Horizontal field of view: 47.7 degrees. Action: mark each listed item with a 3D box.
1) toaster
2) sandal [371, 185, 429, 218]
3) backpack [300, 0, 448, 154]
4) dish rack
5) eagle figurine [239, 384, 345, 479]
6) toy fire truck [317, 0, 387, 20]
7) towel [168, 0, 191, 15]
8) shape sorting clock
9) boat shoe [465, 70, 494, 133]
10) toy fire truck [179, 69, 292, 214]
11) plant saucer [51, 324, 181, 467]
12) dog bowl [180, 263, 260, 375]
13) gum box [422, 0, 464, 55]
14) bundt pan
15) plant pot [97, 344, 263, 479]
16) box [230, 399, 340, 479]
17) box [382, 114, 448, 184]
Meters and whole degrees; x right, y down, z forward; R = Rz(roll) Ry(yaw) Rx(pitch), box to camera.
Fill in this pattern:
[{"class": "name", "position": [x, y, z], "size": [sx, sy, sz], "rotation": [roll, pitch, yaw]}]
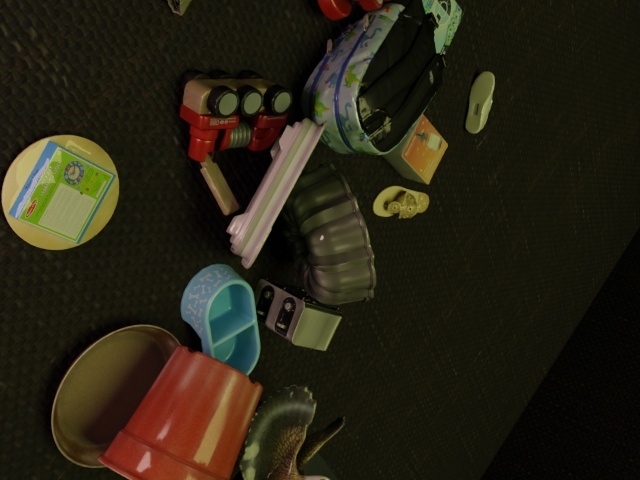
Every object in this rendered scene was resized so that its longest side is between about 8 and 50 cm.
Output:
[{"class": "toaster", "position": [-0.056, 0.175, 1.730], "size": [0.185, 0.168, 0.110], "rotation": [21, 94, -50]}, {"class": "sandal", "position": [0.248, -0.101, 2.015], "size": [0.240, 0.079, 0.088], "rotation": [-4, 110, -48]}, {"class": "backpack", "position": [0.120, -0.348, 1.648], "size": [0.290, 0.273, 0.356], "rotation": [63, 35, -44]}, {"class": "dish rack", "position": [-0.106, -0.107, 1.508], "size": [0.072, 0.285, 0.333], "rotation": [29, 87, -8]}, {"class": "eagle figurine", "position": [-0.065, 0.487, 1.551], "size": [0.226, 0.225, 0.299], "rotation": [122, -21, -57]}, {"class": "toy fire truck", "position": [0.055, -0.634, 1.515], "size": [0.302, 0.169, 0.254], "rotation": [38, 52, -46]}, {"class": "towel", "position": [-0.174, -0.569, 1.219], "size": [0.056, 0.312, 0.324], "rotation": [32, 79, -5]}, {"class": "shape sorting clock", "position": [-0.449, -0.083, 1.262], "size": [0.206, 0.040, 0.206], "rotation": [-24, 126, -37]}, {"class": "boat shoe", "position": [0.482, -0.410, 2.158], "size": [0.063, 0.066, 0.184], "rotation": [-20, 120, -59]}, {"class": "toy fire truck", "position": [-0.172, -0.199, 1.457], "size": [0.217, 0.158, 0.247], "rotation": [-13, 128, -46]}, {"class": "plant saucer", "position": [-0.411, 0.310, 1.478], "size": [0.310, 0.050, 0.311], "rotation": [-22, 122, -42]}, {"class": "dog bowl", "position": [-0.216, 0.198, 1.630], "size": [0.165, 0.074, 0.297], "rotation": [-29, 126, -38]}, {"class": "gum box", "position": [0.290, -0.574, 1.879], "size": [0.184, 0.041, 0.157], "rotation": [29, 84, -51]}, {"class": "bundt pan", "position": [0.000, 0.000, 1.619], "size": [0.124, 0.331, 0.331], "rotation": [-18, 123, -14]}, {"class": "plant pot", "position": [-0.259, 0.372, 1.458], "size": [0.272, 0.272, 0.265], "rotation": [47, 63, -48]}, {"class": "box", "position": [-0.145, 0.616, 1.791], "size": [0.293, 0.211, 0.396], "rotation": [-49, 136, -23]}, {"class": "box", "position": [0.247, -0.250, 1.937], "size": [0.170, 0.091, 0.130], "rotation": [35, 80, -50]}]
